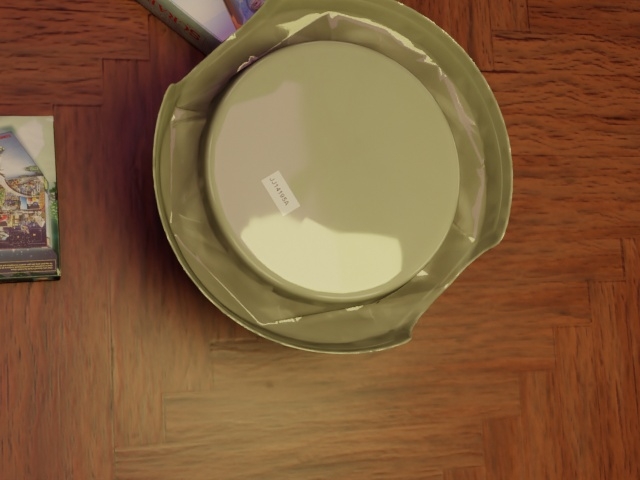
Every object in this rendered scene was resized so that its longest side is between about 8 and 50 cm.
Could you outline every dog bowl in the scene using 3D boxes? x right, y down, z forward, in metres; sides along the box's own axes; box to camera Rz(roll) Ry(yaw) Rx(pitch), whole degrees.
[{"bbox_3d":[0.006,-0.063,0.939,0.348,0.102,0.349,2,81,-15],"label":"dog bowl"}]

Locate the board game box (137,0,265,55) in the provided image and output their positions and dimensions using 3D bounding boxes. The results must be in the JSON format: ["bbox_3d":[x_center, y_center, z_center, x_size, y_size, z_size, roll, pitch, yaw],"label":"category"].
[{"bbox_3d":[-0.064,-0.352,1.044,0.318,0.066,0.319,38,74,-8],"label":"board game box"}]

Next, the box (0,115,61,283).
[{"bbox_3d":[-0.369,-0.036,0.921,0.233,0.044,0.159,-2,83,-17],"label":"box"}]
